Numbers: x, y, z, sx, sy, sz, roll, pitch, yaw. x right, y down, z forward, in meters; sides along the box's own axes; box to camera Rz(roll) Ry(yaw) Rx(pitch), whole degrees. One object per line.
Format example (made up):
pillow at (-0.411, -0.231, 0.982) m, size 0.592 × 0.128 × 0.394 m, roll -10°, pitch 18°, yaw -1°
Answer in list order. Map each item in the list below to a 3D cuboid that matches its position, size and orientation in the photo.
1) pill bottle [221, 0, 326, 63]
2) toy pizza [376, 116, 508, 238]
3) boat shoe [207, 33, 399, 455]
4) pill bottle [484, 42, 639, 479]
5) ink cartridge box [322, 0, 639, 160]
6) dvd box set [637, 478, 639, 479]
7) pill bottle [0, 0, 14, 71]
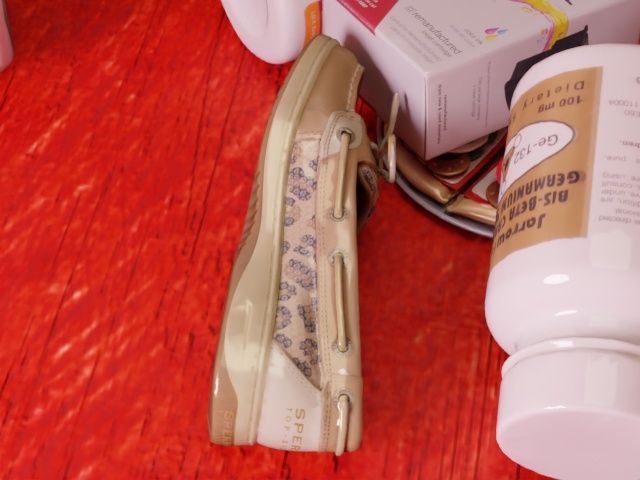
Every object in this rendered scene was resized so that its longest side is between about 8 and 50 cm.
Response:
pill bottle at (0.041, -0.216, 1.069) m, size 0.221 × 0.121 × 0.121 m, roll -24°, pitch 53°, yaw -20°
toy pizza at (0.139, -0.078, 1.006) m, size 0.201 × 0.032 × 0.201 m, roll 0°, pitch 48°, yaw 0°
boat shoe at (0.000, 0.000, 0.897) m, size 0.089 × 0.104 × 0.285 m, roll 10°, pitch 59°, yaw 2°
pill bottle at (0.162, 0.014, 0.848) m, size 0.131 × 0.131 × 0.229 m, roll 7°, pitch 60°, yaw 6°
ink cartridge box at (0.107, -0.142, 0.993) m, size 0.175 × 0.072 × 0.127 m, roll -24°, pitch 47°, yaw -21°
dvd box set at (0.401, 0.172, 0.714) m, size 0.420 × 0.062 × 0.307 m, roll -20°, pitch 49°, yaw -4°
pill bottle at (-0.413, -0.190, 0.971) m, size 0.392 × 0.224 × 0.224 m, roll -10°, pitch 49°, yaw -10°
